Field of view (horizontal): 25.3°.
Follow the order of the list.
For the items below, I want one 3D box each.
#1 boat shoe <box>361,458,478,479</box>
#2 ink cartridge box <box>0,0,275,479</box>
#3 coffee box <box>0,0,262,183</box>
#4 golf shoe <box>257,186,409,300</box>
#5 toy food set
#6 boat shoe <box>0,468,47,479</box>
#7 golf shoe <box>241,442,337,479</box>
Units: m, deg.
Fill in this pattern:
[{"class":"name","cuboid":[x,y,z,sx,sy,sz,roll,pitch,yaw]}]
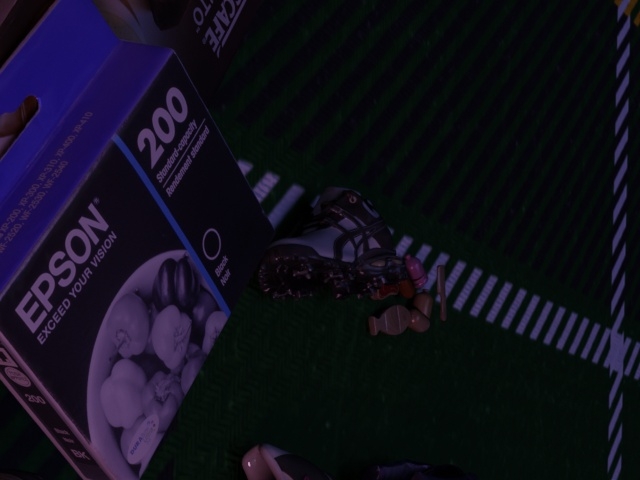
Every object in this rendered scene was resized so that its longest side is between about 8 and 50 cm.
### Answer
[{"class":"boat shoe","cuboid":[0.141,0.294,1.342,0.340,0.127,0.158,20,78,-56]},{"class":"ink cartridge box","cuboid":[-0.120,-0.005,0.790,0.208,0.045,0.206,59,44,-36]},{"class":"coffee box","cuboid":[-0.157,-0.126,0.893,0.168,0.119,0.297,57,42,-39]},{"class":"golf shoe","cuboid":[0.000,0.000,1.207,0.198,0.077,0.094,6,67,-63]},{"class":"toy food set","cuboid":[0.079,0.051,1.376,0.122,0.019,0.078,1,86,-52]},{"class":"boat shoe","cuboid":[-0.168,0.263,0.862,0.092,0.103,0.285,-32,118,-62]},{"class":"golf shoe","cuboid":[-0.051,0.284,1.077,0.120,0.105,0.273,45,42,-28]}]
